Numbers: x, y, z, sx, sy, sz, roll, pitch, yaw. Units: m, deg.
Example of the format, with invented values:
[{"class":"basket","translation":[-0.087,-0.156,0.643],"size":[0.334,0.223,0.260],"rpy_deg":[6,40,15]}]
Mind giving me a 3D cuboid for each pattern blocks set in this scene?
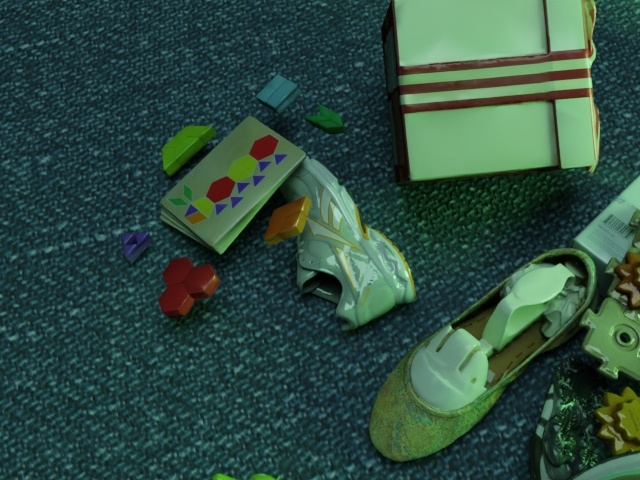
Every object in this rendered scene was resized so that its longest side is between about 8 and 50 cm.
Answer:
[{"class":"pattern blocks set","translation":[-0.115,-0.070,1.397],"size":[0.325,0.026,0.285],"rpy_deg":[-39,46,-2]}]

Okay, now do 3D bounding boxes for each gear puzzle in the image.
[{"class":"gear puzzle","translation":[0.393,0.099,1.236],"size":[0.175,0.044,0.339],"rpy_deg":[30,62,8]}]

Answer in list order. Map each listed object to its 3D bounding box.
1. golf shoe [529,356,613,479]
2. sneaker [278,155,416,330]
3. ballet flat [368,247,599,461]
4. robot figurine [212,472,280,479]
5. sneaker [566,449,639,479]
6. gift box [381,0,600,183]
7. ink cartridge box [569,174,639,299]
[{"class":"golf shoe","translation":[0.275,0.210,1.241],"size":[0.077,0.094,0.198],"rpy_deg":[33,37,5]},{"class":"sneaker","translation":[0.000,0.000,1.369],"size":[0.121,0.099,0.262],"rpy_deg":[-33,61,-13]},{"class":"ballet flat","translation":[0.194,0.120,1.274],"size":[0.349,0.123,0.123],"rpy_deg":[-34,63,-19]},{"class":"robot figurine","translation":[-0.085,0.301,1.192],"size":[0.115,0.067,0.101],"rpy_deg":[-28,41,-15]},{"class":"sneaker","translation":[0.403,0.301,1.079],"size":[0.410,0.158,0.182],"rpy_deg":[-13,63,25]},{"class":"gift box","translation":[0.217,-0.202,1.379],"size":[0.258,0.276,0.255],"rpy_deg":[-5,97,1]},{"class":"ink cartridge box","translation":[0.415,0.002,1.368],"size":[0.175,0.072,0.127],"rpy_deg":[-40,66,-22]}]
